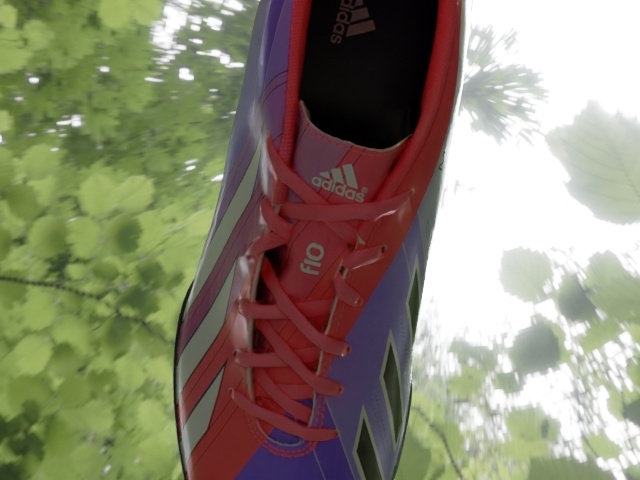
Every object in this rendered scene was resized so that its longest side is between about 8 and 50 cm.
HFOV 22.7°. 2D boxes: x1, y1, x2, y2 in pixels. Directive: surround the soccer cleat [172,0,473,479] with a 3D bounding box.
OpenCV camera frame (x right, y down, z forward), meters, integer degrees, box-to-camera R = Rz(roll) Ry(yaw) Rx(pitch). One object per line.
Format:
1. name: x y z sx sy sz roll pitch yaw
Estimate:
1. soccer cleat: 0.000 0.000 0.663 0.108 0.116 0.318 11 -86 -2
